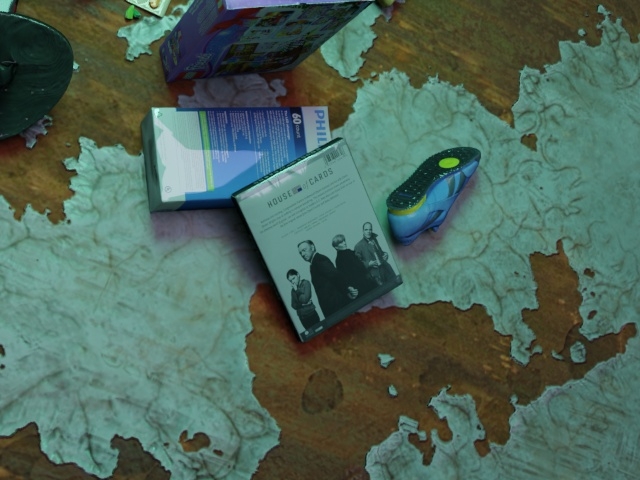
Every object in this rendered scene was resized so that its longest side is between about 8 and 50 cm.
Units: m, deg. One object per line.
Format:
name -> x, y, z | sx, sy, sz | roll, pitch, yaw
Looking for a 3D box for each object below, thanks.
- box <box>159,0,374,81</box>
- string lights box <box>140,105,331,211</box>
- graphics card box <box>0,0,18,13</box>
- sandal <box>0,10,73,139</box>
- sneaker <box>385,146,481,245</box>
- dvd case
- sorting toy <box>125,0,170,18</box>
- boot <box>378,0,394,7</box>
box -> -0.081, -0.289, 1.363 | 0.201, 0.293, 0.057 | -10, 85, -24
string lights box -> -0.112, -0.116, 1.434 | 0.260, 0.077, 0.133 | -3, 81, -23
graphics card box -> -0.484, -0.460, 1.340 | 0.233, 0.094, 0.371 | 16, 73, -20
sandal -> -0.518, -0.176, 1.232 | 0.446, 0.107, 0.167 | -10, 116, -19
sneaker -> 0.176, -0.070, 1.562 | 0.209, 0.069, 0.082 | -41, 129, -33
dvd case -> 0.000, 0.000, 1.430 | 0.179, 0.029, 0.238 | -29, 110, -16
sorting toy -> -0.248, -0.346, 1.459 | 0.062, 0.012, 0.083 | 24, 71, -17
boot -> 0.085, -0.547, 1.595 | 0.280, 0.096, 0.264 | 39, 67, -12
